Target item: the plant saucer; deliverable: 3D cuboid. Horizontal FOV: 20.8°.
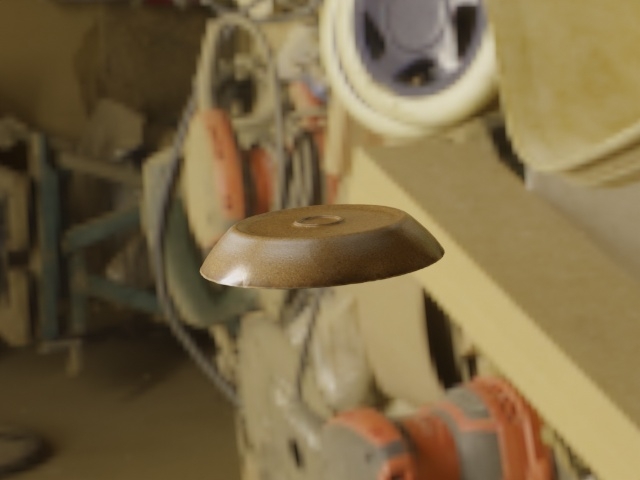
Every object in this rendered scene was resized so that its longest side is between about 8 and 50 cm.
[{"bbox_3d":[0.000,0.000,0.591,0.083,0.083,0.015,-160,63,-64],"label":"plant saucer"}]
